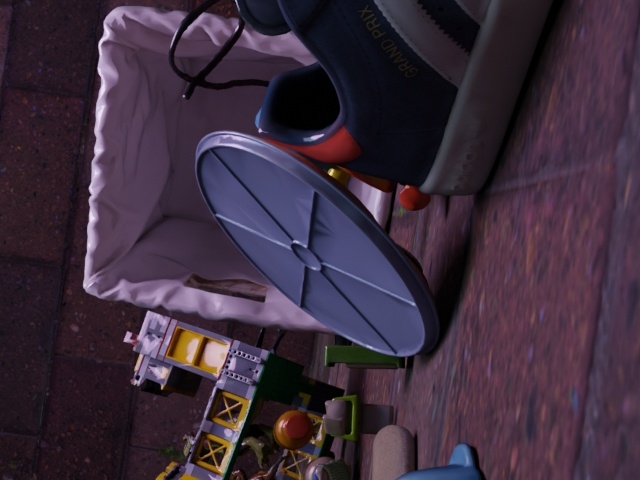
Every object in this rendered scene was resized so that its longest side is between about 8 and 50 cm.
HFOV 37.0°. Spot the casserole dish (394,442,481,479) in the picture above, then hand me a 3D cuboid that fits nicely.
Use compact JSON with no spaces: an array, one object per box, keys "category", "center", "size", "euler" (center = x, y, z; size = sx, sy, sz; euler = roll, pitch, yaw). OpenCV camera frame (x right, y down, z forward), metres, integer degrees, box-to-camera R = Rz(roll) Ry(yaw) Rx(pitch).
[{"category":"casserole dish","center":[0.043,0.187,0.444],"size":[0.114,0.037,0.188],"euler":[102,175,-77]}]

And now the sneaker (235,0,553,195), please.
[{"category":"sneaker","center":[0.036,-0.158,0.429],"size":[0.350,0.148,0.131],"euler":[100,178,-45]}]

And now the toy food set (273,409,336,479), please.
[{"category":"toy food set","center":[-0.029,0.295,0.969],"size":[0.104,0.111,0.232],"euler":[106,-177,-75]}]

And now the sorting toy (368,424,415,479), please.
[{"category":"sorting toy","center":[0.019,0.300,0.597],"size":[0.307,0.041,0.229],"euler":[-83,2,-51]}]

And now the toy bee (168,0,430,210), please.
[{"category":"toy bee","center":[0.026,-0.074,0.706],"size":[0.298,0.162,0.195],"euler":[-30,-26,-52]}]

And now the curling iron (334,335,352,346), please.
[{"category":"curling iron","center":[0.036,0.094,1.223],"size":[0.274,0.035,0.068],"euler":[-85,-1,-77]}]

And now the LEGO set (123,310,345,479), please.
[{"category":"LEGO set","center":[-0.123,0.215,1.125],"size":[0.331,0.192,0.254],"euler":[18,-92,-64]}]

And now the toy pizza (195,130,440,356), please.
[{"category":"toy pizza","center":[0.000,0.000,0.626],"size":[0.032,0.201,0.201],"euler":[-48,-12,-21]}]

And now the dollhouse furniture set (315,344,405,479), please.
[{"category":"dollhouse furniture set","center":[0.032,0.155,0.718],"size":[0.076,0.059,0.151],"euler":[43,-131,-76]}]

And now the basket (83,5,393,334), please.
[{"category":"basket","center":[-0.079,-0.097,1.137],"size":[0.266,0.328,0.331],"euler":[-79,-2,-75]}]
